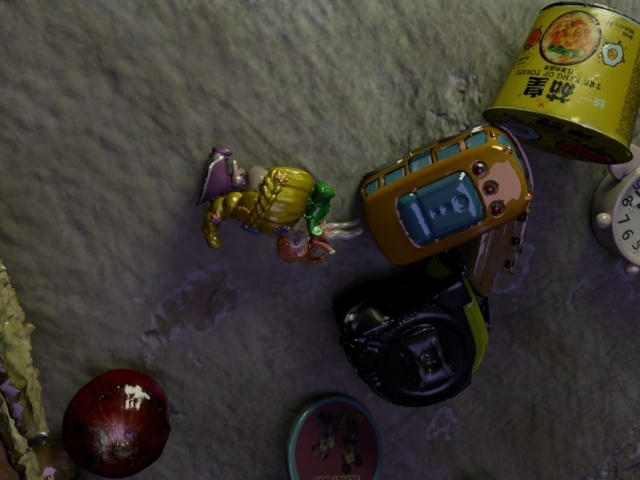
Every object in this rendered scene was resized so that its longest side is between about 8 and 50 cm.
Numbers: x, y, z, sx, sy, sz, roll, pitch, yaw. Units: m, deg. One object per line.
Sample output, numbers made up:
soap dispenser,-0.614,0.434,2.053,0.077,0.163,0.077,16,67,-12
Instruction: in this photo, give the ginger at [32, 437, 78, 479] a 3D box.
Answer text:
ginger,-0.364,0.315,0.860,0.216,0.102,0.157,1,78,-10

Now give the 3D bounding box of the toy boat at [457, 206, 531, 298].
toy boat,0.233,-0.021,0.945,0.077,0.057,0.200,5,103,-21

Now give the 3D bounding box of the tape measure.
tape measure,0.129,0.123,0.918,0.199,0.112,0.186,-25,119,5

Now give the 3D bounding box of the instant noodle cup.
instant noodle cup,0.307,-0.189,0.862,0.182,0.182,0.144,20,89,-19

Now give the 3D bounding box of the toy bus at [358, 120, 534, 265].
toy bus,0.148,-0.051,0.844,0.210,0.136,0.126,-23,99,15

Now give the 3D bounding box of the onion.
onion,-0.243,0.222,0.858,0.131,0.131,0.131,-4,106,-14

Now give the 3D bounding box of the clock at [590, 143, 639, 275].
clock,0.456,-0.040,0.997,0.156,0.063,0.229,-39,108,2

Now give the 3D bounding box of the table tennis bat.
table tennis bat,0.018,0.329,0.944,0.153,0.040,0.244,12,71,-31

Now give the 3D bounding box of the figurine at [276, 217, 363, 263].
figurine,0.000,0.000,0.890,0.109,0.064,0.047,-16,130,0

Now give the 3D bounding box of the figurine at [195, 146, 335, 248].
figurine,-0.067,-0.035,0.840,0.156,0.095,0.114,14,90,-14

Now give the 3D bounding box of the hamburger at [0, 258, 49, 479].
hamburger,-0.453,0.063,0.675,0.287,0.268,0.445,-18,113,-11
